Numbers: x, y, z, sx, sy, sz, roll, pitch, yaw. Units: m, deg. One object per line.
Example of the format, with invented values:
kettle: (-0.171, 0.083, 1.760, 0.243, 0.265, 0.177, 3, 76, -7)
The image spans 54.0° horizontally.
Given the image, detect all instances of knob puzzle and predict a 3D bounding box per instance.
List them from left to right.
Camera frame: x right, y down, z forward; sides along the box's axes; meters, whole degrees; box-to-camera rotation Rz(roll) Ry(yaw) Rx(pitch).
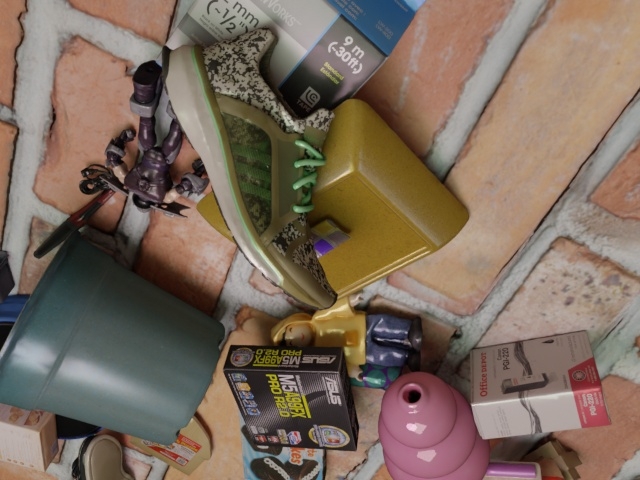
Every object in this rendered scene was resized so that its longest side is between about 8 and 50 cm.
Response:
knob puzzle: (-0.338, 0.459, 1.482, 0.213, 0.030, 0.213, 6, 122, 9)

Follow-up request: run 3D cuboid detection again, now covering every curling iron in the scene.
curling iron: (-0.469, -0.049, 1.189, 0.068, 0.035, 0.274, 43, 120, -11)

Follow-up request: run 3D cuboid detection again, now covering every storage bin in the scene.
storage bin: (-0.707, 0.082, 1.294, 0.135, 0.098, 0.091, 4, 133, 10)

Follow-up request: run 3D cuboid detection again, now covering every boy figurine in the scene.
boy figurine: (0.047, 0.175, 1.178, 0.286, 0.092, 0.177, 7, 103, 4)

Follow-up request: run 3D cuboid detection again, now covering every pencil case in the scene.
pencil case: (0.084, 0.263, 1.247, 0.152, 0.064, 0.070, 9, 159, 8)

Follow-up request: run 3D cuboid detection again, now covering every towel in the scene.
towel: (0.000, 0.000, 0.959, 0.083, 0.009, 0.060, -30, 133, 27)

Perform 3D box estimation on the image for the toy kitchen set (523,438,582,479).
toy kitchen set: (0.483, 0.461, 1.288, 0.068, 0.083, 0.075, 7, 136, -44)

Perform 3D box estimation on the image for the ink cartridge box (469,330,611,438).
ink cartridge box: (0.383, 0.258, 1.123, 0.218, 0.158, 0.092, -15, 114, 20)

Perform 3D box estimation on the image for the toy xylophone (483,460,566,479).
toy xylophone: (0.376, 0.561, 1.311, 0.237, 0.081, 0.322, 1, 138, 11)

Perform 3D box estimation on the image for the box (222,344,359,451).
box: (-0.048, 0.306, 1.203, 0.217, 0.060, 0.270, 0, 133, 12)

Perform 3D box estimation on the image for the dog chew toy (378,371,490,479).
dog chew toy: (0.199, 0.351, 1.158, 0.207, 0.206, 0.331, -7, 140, 16)

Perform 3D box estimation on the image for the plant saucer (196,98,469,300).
plant saucer: (0.027, -0.020, 1.007, 0.333, 0.080, 0.333, -29, 133, 27)

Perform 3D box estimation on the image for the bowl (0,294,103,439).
bowl: (-0.624, 0.300, 1.417, 0.392, 0.077, 0.390, 6, 123, 9)

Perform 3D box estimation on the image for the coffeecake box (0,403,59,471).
coffeecake box: (-0.704, 0.436, 1.432, 0.186, 0.068, 0.142, 13, 123, 4)

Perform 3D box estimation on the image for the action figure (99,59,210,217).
action figure: (-0.269, -0.151, 1.051, 0.186, 0.099, 0.285, 19, 128, -8)

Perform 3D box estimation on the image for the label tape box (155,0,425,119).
label tape box: (-0.031, -0.311, 0.884, 0.249, 0.115, 0.348, 39, 124, -13)

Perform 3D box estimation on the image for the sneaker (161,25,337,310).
sneaker: (-0.051, -0.101, 0.834, 0.182, 0.158, 0.410, -26, 97, 9)

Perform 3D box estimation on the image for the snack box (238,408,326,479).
snack box: (-0.080, 0.414, 1.380, 0.187, 0.060, 0.321, 5, 122, 8)

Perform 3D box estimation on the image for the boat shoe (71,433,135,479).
boat shoe: (-0.543, 0.559, 1.522, 0.113, 0.127, 0.340, 14, 144, 13)

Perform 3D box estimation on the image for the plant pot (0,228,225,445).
plant pot: (-0.382, 0.203, 1.176, 0.334, 0.341, 0.341, 27, 123, -16)
